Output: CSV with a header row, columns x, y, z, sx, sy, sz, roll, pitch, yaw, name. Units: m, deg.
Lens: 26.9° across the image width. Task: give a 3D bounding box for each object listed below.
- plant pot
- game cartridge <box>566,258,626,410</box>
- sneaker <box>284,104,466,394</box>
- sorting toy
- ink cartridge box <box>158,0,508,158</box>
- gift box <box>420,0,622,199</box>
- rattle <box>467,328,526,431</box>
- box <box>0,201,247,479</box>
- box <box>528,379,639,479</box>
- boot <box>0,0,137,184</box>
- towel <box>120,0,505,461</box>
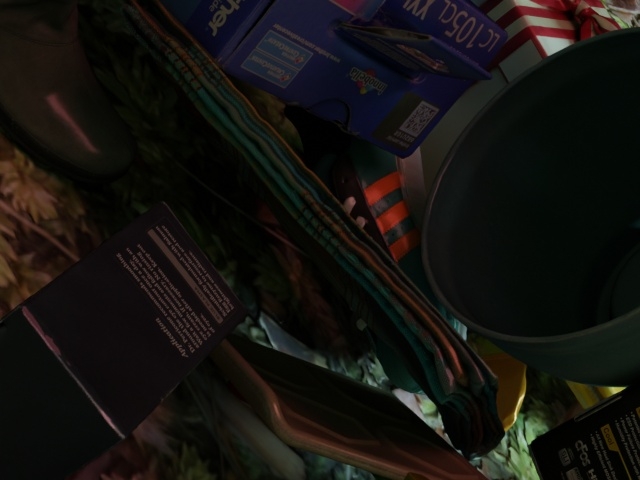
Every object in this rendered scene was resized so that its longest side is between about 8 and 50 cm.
x,y,z,sx,sy,sz,roll,pitch,yaw,name
0.257,0.002,1.087,0.196,0.293,0.293,43,32,-37,plant pot
0.352,0.063,1.336,0.285,0.053,0.323,51,57,-45,game cartridge
0.035,-0.004,1.169,0.121,0.108,0.302,10,52,-33,sneaker
0.032,0.145,0.917,0.229,0.041,0.307,28,4,-27,sorting toy
-0.031,-0.226,1.091,0.270,0.151,0.395,19,25,-54,ink cartridge box
0.177,-0.157,1.338,0.276,0.258,0.255,-17,73,-58,gift box
0.211,0.122,1.300,0.200,0.130,0.142,44,33,-69,rattle
-0.151,0.076,0.788,0.093,0.156,0.158,53,32,-4,box
0.312,0.231,0.924,0.079,0.257,0.322,14,49,-48,box
-0.190,-0.168,0.962,0.246,0.161,0.083,50,33,-7,boot
0.000,0.000,0.988,0.370,0.040,0.271,49,-4,19,towel
